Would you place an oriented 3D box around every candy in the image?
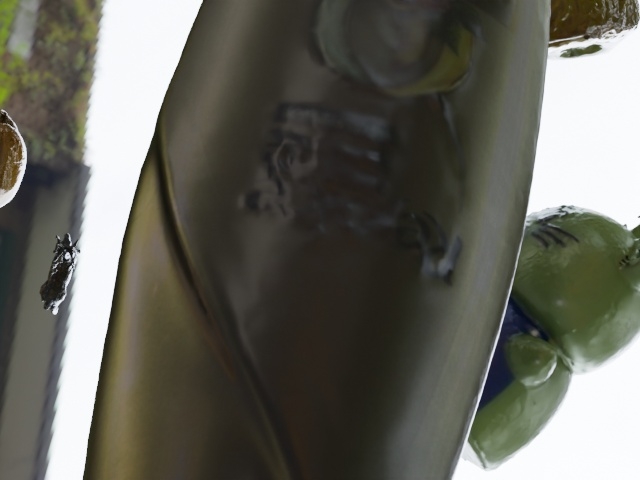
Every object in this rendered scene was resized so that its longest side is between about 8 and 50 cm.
[{"bbox_3d":[0.292,-0.292,1.677,0.260,0.260,0.118,-11,-88,38],"label":"candy"}]

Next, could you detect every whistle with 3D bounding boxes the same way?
[{"bbox_3d":[0.077,0.057,0.618,0.227,0.085,0.105,-38,-168,-9],"label":"whistle"}]

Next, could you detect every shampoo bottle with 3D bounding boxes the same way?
[{"bbox_3d":[0.000,0.000,0.409,0.125,0.084,0.350,15,-122,1],"label":"shampoo bottle"}]

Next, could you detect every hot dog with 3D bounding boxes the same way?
[{"bbox_3d":[-0.363,-0.083,1.399,0.090,0.060,0.140,39,-55,20],"label":"hot dog"}]

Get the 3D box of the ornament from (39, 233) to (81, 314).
[{"bbox_3d":[-0.252,0.032,1.225,0.125,0.028,0.073,148,-38,-76],"label":"ornament"}]
